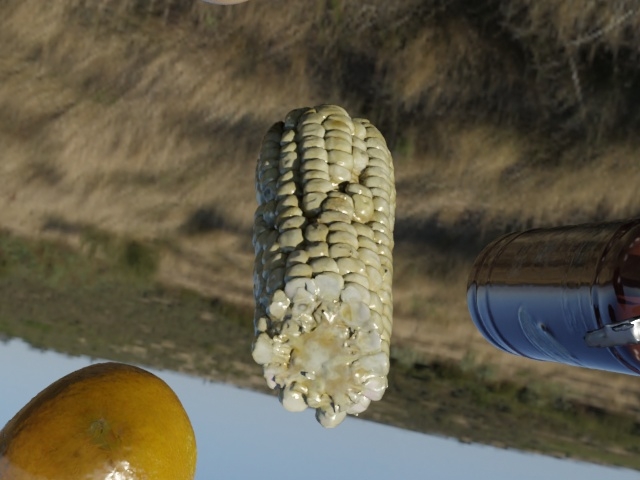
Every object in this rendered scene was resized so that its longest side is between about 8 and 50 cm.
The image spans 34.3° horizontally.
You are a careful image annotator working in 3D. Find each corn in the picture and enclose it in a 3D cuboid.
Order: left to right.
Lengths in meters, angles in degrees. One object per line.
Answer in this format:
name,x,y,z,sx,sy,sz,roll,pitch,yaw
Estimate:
corn,0.000,0.000,0.566,0.087,0.087,0.211,13,-146,-7

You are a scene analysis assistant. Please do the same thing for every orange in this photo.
orange,-0.165,0.160,0.752,0.160,0.170,0.112,-1,139,-20

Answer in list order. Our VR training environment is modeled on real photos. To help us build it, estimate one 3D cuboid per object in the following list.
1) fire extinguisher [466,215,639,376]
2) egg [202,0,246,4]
fire extinguisher,0.181,0.040,0.660,0.138,0.102,0.344,-14,-179,-11
egg,-0.078,-0.216,0.772,0.080,0.080,0.096,9,-164,35
